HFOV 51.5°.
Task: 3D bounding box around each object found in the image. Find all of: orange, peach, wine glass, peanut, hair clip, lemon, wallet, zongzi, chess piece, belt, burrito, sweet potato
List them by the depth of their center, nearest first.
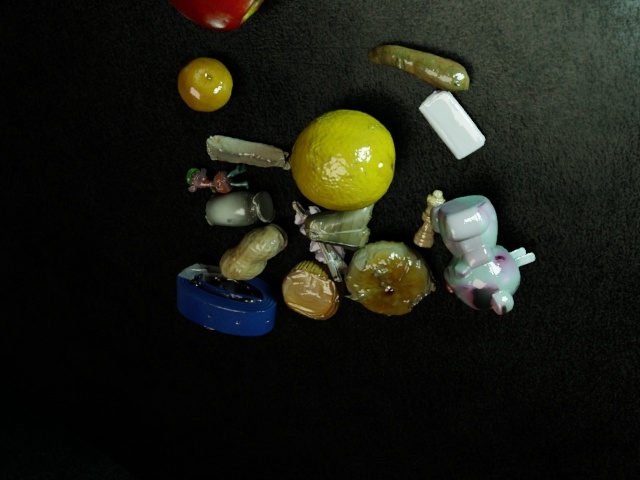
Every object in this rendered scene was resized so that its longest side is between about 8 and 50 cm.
[{"bbox_3d":[-0.285,-0.685,1.627,0.338,0.281,0.281,46,127,-6],"label":"peach"},{"bbox_3d":[0.242,-0.436,1.648,0.273,0.075,0.075,22,126,14],"label":"sweet potato"},{"bbox_3d":[0.338,-0.301,1.707,0.095,0.033,0.190,-31,103,34],"label":"wallet"},{"bbox_3d":[0.063,-0.210,1.750,0.293,0.293,0.293,12,123,19],"label":"lemon"},{"bbox_3d":[0.308,-0.063,1.853,0.060,0.060,0.172,21,125,13],"label":"chess piece"},{"bbox_3d":[-0.325,-0.436,1.869,0.155,0.154,0.134,43,162,-4],"label":"orange"},{"bbox_3d":[0.060,-0.073,1.921,0.194,0.099,0.197,8,120,-15],"label":"zongzi"},{"bbox_3d":[-0.212,-0.260,1.977,0.275,0.059,0.082,11,135,21],"label":"burrito"},{"bbox_3d":[0.000,0.000,2.028,0.106,0.084,0.292,-25,101,39],"label":"hair clip"},{"bbox_3d":[-0.252,-0.099,2.060,0.204,0.111,0.111,-2,118,25],"label":"wine glass"},{"bbox_3d":[-0.215,0.040,2.120,0.130,0.130,0.290,46,129,-6],"label":"peanut"},{"bbox_3d":[-0.311,0.194,2.206,0.347,0.212,0.117,16,126,11],"label":"belt"}]

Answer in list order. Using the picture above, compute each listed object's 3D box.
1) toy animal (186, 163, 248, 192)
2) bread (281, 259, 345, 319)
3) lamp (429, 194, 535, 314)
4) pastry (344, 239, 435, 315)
[{"bbox_3d":[-0.315,-0.186,2.062,0.208,0.100,0.103,-5,157,27],"label":"toy animal"},{"bbox_3d":[-0.020,0.154,2.112,0.199,0.104,0.199,9,119,16],"label":"bread"},{"bbox_3d":[0.436,0.031,1.774,0.247,0.247,0.301,-22,105,-7],"label":"lamp"},{"bbox_3d":[0.197,0.114,1.942,0.257,0.121,0.236,-34,117,28],"label":"pastry"}]
